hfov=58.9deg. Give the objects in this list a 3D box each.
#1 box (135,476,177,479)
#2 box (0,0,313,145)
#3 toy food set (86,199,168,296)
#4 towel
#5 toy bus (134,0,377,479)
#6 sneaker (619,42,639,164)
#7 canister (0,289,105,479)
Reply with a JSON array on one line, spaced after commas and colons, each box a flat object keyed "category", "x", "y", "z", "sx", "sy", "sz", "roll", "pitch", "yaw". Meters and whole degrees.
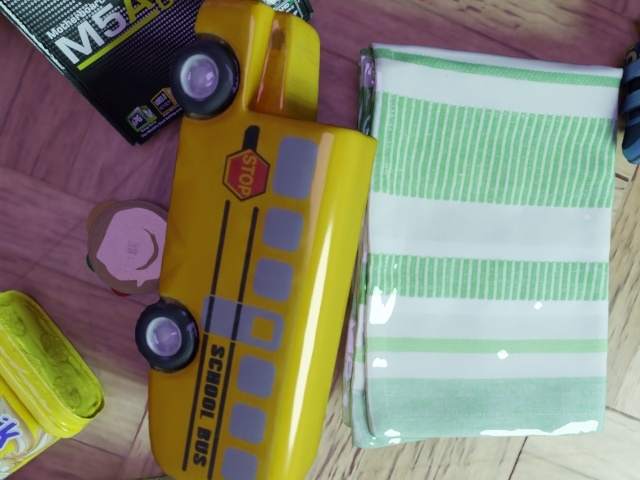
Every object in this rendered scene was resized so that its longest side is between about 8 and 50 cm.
[{"category": "box", "x": -0.149, "y": 0.271, "z": 0.468, "sx": 0.137, "sy": 0.072, "sz": 0.126, "roll": -5, "pitch": 93, "yaw": -4}, {"category": "box", "x": -0.118, "y": -0.187, "z": 0.407, "sx": 0.190, "sy": 0.184, "sz": 0.045, "roll": -37, "pitch": 55, "yaw": -3}, {"category": "toy food set", "x": -0.158, "y": 0.007, "z": 0.482, "sx": 0.083, "sy": 0.020, "sz": 0.083, "roll": -2, "pitch": 93, "yaw": -4}, {"category": "towel", "x": 0.143, "y": 0.007, "z": 0.481, "sx": 0.247, "sy": 0.038, "sz": 0.325, "roll": 1, "pitch": 92, "yaw": -12}, {"category": "toy bus", "x": -0.044, "y": 0.009, "z": 0.420, "sx": 0.130, "sy": 0.108, "sz": 0.333, "roll": 13, "pitch": 99, "yaw": 16}, {"category": "sneaker", "x": 0.286, "y": -0.135, "z": 0.491, "sx": 0.059, "sy": 0.053, "sz": 0.144, "roll": 23, "pitch": 82, "yaw": -5}, {"category": "canister", "x": -0.283, "y": 0.141, "z": 0.454, "sx": 0.169, "sy": 0.073, "sz": 0.126, "roll": -37, "pitch": 94, "yaw": 0}]
